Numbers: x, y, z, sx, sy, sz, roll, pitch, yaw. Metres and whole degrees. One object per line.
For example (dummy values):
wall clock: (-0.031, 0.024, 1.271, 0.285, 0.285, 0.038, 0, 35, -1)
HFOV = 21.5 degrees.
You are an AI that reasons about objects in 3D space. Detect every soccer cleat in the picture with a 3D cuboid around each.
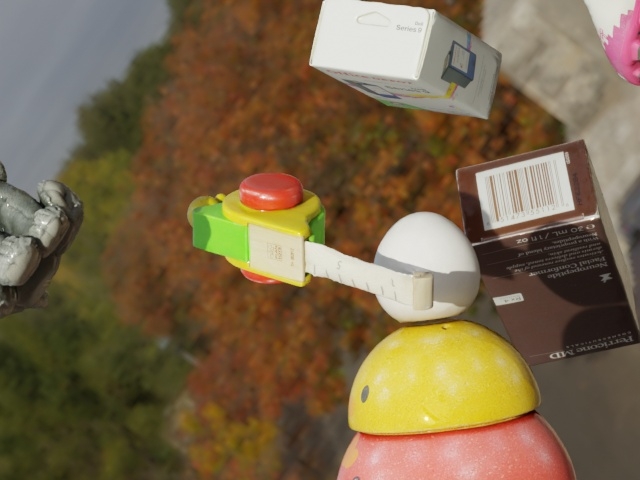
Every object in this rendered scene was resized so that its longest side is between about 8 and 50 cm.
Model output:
soccer cleat: (0.309, -0.302, 1.754, 0.116, 0.143, 0.331, -41, -35, -15)

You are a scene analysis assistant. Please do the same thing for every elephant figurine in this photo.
elephant figurine: (-0.357, -0.040, 1.604, 0.186, 0.239, 0.169, -58, -5, 25)

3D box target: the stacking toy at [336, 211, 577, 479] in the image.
stacking toy: (0.135, 0.208, 1.832, 0.350, 0.350, 0.480, 162, 101, -80)

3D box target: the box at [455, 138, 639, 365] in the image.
box: (0.333, 0.028, 2.432, 0.191, 0.381, 0.143, -14, 58, 13)

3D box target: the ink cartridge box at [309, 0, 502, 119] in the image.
ink cartridge box: (0.107, -0.222, 2.069, 0.212, 0.154, 0.093, 22, -100, -60)

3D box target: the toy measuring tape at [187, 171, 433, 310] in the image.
toy measuring tape: (0.000, 0.000, 1.787, 0.121, 0.330, 0.121, -29, -54, -49)
